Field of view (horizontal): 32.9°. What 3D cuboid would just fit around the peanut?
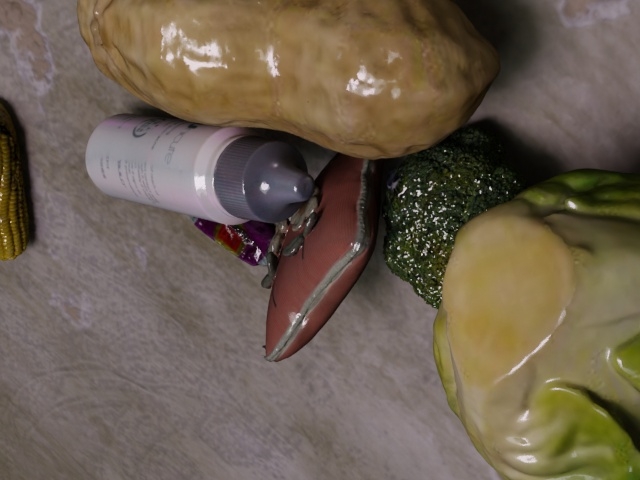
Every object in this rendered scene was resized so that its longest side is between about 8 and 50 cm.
[{"bbox_3d":[-0.041,-0.167,0.881,0.387,0.192,0.169,16,109,28],"label":"peanut"}]

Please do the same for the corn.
[{"bbox_3d":[-0.377,-0.066,1.255,0.072,0.072,0.203,20,125,24],"label":"corn"}]

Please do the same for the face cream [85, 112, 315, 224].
[{"bbox_3d":[-0.108,-0.064,0.994,0.311,0.092,0.092,14,126,51],"label":"face cream"}]

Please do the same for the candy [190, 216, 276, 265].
[{"bbox_3d":[-0.084,-0.010,1.104,0.175,0.043,0.045,35,121,13],"label":"candy"}]

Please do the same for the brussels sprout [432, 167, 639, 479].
[{"bbox_3d":[0.223,0.080,0.794,0.294,0.227,0.259,21,124,-32],"label":"brussels sprout"}]

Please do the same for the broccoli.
[{"bbox_3d":[0.110,-0.016,0.917,0.138,0.146,0.162,28,122,-23],"label":"broccoli"}]

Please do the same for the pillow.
[{"bbox_3d":[0.000,0.000,0.970,0.075,0.171,0.179,25,130,-11],"label":"pillow"}]
